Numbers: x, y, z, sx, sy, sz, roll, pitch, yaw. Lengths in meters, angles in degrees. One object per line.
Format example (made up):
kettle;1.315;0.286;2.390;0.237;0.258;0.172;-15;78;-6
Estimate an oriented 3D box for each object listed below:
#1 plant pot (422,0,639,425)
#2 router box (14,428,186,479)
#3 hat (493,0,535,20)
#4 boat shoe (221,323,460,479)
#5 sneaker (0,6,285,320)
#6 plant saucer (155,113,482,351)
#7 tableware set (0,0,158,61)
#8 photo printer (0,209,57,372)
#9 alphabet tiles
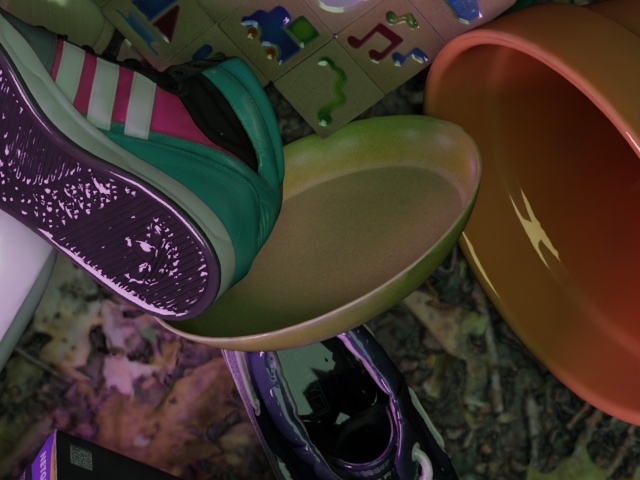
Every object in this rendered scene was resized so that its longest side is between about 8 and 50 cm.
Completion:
plant pot;0.234;-0.050;1.244;0.203;0.291;0.290;-31;99;-21
router box;-0.103;0.278;1.221;0.309;0.081;0.243;27;119;-26
hat;0.086;-0.246;1.317;0.209;0.183;0.173;3;127;6
boat shoe;0.038;0.179;1.280;0.127;0.158;0.340;-33;99;-4
sneaker;-0.136;-0.087;1.215;0.295;0.178;0.124;41;124;9
plant saucer;0.000;0.000;1.229;0.241;0.241;0.037;-30;119;-5
tableware set;-0.144;-0.194;1.281;0.194;0.039;0.128;-39;111;2
photo printer;-0.334;0.043;1.238;0.256;0.107;0.307;29;90;-10
alphabet tiles;-0.001;-0.229;1.212;0.342;0.011;0.285;-34;113;22
